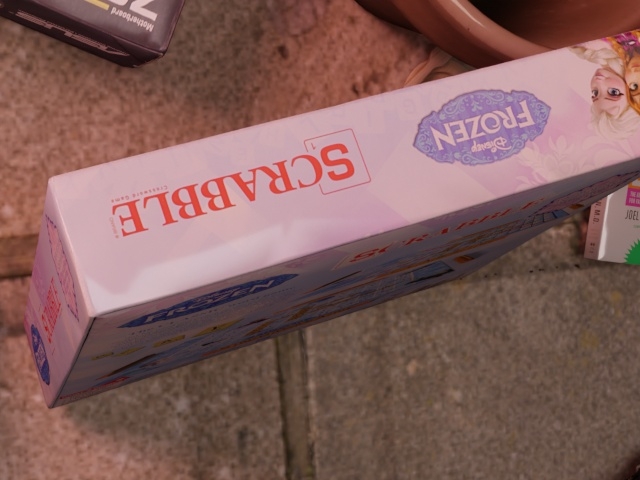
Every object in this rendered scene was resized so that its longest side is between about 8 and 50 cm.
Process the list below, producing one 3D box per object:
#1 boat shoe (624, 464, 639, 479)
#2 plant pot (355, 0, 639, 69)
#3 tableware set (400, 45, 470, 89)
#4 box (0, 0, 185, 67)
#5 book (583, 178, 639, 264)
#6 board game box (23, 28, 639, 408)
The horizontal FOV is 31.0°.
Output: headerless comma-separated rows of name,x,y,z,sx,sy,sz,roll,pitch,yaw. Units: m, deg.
boat shoe,0.272,0.184,0.911,0.125,0.046,0.038,-13,97,-23
plant pot,0.107,-0.226,0.727,0.263,0.229,0.263,-1,94,-21
tableware set,0.142,-0.083,0.861,0.141,0.020,0.168,-33,103,-17
box,-0.223,-0.321,0.668,0.395,0.097,0.318,20,84,-20
book,0.257,-0.053,0.897,0.096,0.035,0.144,6,94,-26
board game box,0.000,0.000,0.651,0.319,0.318,0.066,-16,81,-20
